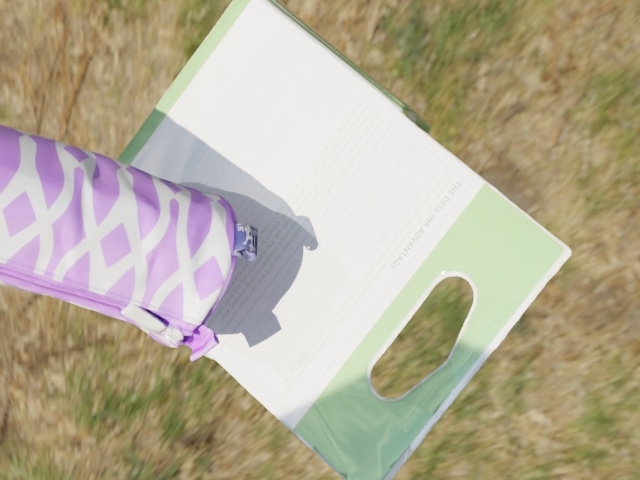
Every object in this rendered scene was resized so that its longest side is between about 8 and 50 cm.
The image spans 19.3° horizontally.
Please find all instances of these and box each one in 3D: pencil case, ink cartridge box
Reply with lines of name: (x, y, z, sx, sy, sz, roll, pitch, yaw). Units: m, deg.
pencil case: (-0.140, -0.005, 0.912, 0.206, 0.086, 0.088, 18, 59, -25)
ink cartridge box: (0.000, 0.000, 0.997, 0.235, 0.056, 0.171, 40, 99, 19)
